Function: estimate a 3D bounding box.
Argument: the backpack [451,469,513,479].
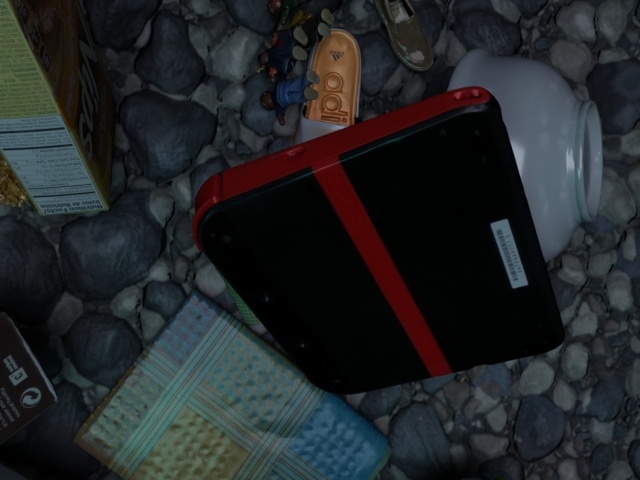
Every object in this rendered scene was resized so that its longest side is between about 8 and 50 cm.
[{"bbox_3d":[0.244,0.487,0.722,0.355,0.290,0.273,42,92,3],"label":"backpack"}]

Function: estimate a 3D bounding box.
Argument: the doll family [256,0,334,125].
[{"bbox_3d":[-0.042,-0.253,0.745,0.076,0.111,0.193,26,74,-40],"label":"doll family"}]

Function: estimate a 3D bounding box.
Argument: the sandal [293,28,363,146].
[{"bbox_3d":[0.014,-0.166,0.766,0.101,0.076,0.266,1,92,-7],"label":"sandal"}]

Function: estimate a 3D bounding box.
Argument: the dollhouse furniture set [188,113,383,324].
[{"bbox_3d":[0.000,0.000,0.691,0.301,0.151,0.198,-25,111,1],"label":"dollhouse furniture set"}]

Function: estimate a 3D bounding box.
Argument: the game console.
[{"bbox_3d":[0.075,0.039,0.646,0.341,0.060,0.387,-19,129,18],"label":"game console"}]

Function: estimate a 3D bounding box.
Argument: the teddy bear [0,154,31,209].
[{"bbox_3d":[-0.514,-0.112,0.684,0.337,0.113,0.245,9,88,-8],"label":"teddy bear"}]

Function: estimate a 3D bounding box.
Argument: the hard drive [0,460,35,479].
[{"bbox_3d":[-0.409,0.421,0.667,0.203,0.040,0.308,30,99,-2],"label":"hard drive"}]

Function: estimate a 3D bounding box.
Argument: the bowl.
[{"bbox_3d":[0.265,-0.093,0.687,0.134,0.297,0.298,1,92,34],"label":"bowl"}]

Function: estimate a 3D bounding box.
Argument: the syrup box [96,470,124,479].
[{"bbox_3d":[-0.252,0.437,0.736,0.093,0.096,0.237,-34,94,-3],"label":"syrup box"}]

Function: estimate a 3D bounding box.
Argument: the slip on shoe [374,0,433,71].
[{"bbox_3d":[0.121,-0.306,0.794,0.051,0.041,0.135,-26,94,-6],"label":"slip on shoe"}]

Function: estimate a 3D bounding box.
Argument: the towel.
[{"bbox_3d":[-0.114,0.282,0.781,0.370,0.040,0.271,39,85,-5],"label":"towel"}]

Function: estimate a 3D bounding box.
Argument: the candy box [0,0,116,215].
[{"bbox_3d":[-0.299,-0.190,0.583,0.087,0.316,0.183,-5,59,-6],"label":"candy box"}]

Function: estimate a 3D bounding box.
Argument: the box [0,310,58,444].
[{"bbox_3d":[-0.496,0.211,0.549,0.381,0.191,0.143,-42,126,-41],"label":"box"}]
